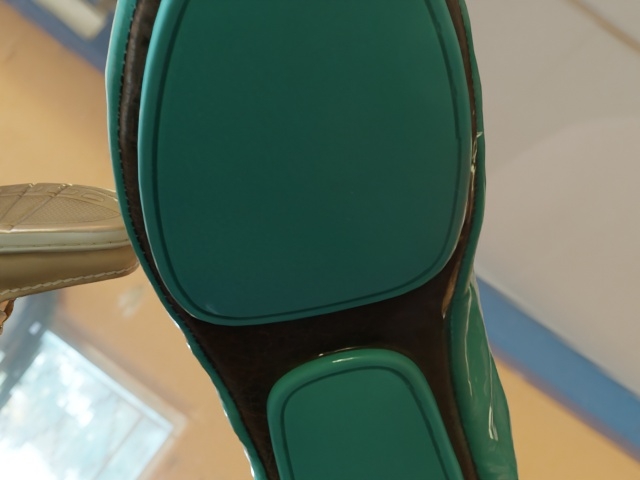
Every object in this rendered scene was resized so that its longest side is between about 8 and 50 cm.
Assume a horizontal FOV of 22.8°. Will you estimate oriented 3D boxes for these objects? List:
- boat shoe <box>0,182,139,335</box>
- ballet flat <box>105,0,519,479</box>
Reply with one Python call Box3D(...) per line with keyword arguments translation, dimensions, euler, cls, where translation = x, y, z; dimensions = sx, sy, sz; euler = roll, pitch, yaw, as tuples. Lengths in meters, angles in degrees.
Box3D(translation=(-0.143, 0.016, 0.603), dimensions=(0.170, 0.063, 0.059), euler=(-5, -73, 13), cls="boat shoe")
Box3D(translation=(0.000, 0.000, 0.396), dimensions=(0.083, 0.087, 0.247), euler=(-12, -50, 1), cls="ballet flat")
